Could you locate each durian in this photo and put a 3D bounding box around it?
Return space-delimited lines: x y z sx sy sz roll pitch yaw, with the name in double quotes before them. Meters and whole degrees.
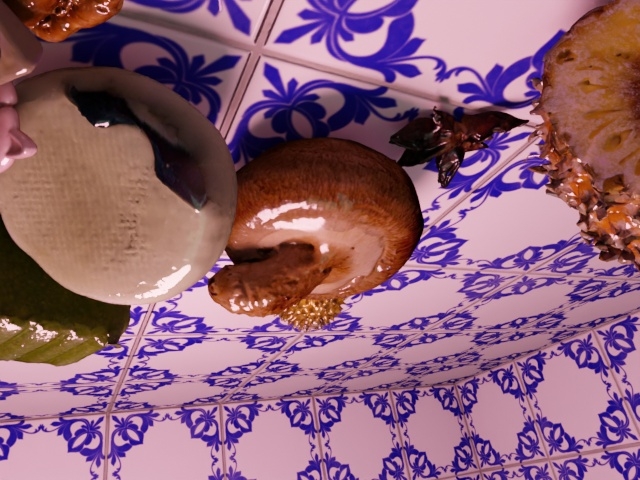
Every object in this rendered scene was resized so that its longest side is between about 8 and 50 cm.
"durian" -0.039 0.151 1.130 0.183 0.138 0.250 -9 160 -22

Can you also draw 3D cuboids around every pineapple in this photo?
"pineapple" 0.432 -0.116 0.567 0.352 0.353 0.300 -23 146 22

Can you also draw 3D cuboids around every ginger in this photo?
"ginger" -0.217 -0.227 0.404 0.162 0.074 0.103 -31 152 30

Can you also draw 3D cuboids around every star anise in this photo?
"star anise" 0.192 -0.144 0.731 0.212 0.054 0.157 -3 150 -19

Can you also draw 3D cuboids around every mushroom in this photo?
"mushroom" -0.002 -0.023 0.747 0.344 0.239 0.345 -13 174 -1

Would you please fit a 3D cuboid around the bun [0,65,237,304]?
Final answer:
"bun" -0.228 -0.069 0.577 0.283 0.179 0.284 2 113 5

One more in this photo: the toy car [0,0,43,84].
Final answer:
"toy car" -0.358 -0.211 0.254 0.242 0.226 0.336 -16 119 11

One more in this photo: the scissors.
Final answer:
"scissors" -0.424 -0.121 0.508 0.317 0.160 0.024 -3 -172 23

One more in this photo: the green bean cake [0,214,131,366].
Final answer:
"green bean cake" -0.401 0.036 0.651 0.156 0.247 0.250 -24 151 21
